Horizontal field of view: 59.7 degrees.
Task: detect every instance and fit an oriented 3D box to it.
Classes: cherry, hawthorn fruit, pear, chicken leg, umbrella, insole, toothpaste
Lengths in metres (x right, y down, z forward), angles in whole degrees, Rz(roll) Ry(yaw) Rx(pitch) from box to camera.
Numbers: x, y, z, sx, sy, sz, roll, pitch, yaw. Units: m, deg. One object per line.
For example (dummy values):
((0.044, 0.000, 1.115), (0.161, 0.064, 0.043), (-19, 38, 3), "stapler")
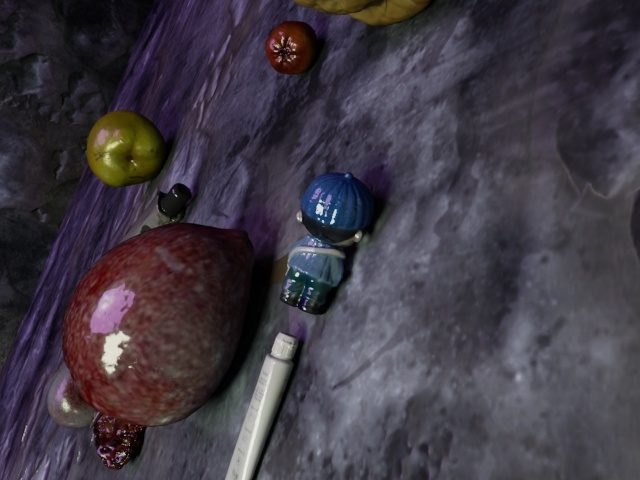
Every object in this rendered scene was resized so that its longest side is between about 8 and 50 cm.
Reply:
((-0.425, 0.256, 1.036), (0.148, 0.116, 0.188), (90, -167, -59), "cherry")
((-0.039, -0.305, 0.874), (0.081, 0.081, 0.093), (-37, 11, 38), "hawthorn fruit")
((-0.480, -0.228, 1.378), (0.200, 0.200, 0.199), (-36, 41, 39), "pear")
((-0.320, 0.278, 0.900), (0.093, 0.053, 0.205), (-38, 40, -1), "chicken leg")
((-0.200, 0.096, 0.703), (0.300, 0.203, 0.230), (-51, 28, -4), "cherry")
((-0.367, -0.005, 1.159), (0.337, 0.067, 0.073), (-42, 50, 33), "umbrella")
((-0.051, 0.036, 0.705), (0.135, 0.002, 0.044), (-22, 51, 50), "insole")
((-0.065, 0.190, 0.590), (0.048, 0.031, 0.190), (14, 83, 56), "toothpaste")

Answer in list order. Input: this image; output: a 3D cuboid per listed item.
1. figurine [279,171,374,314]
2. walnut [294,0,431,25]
((0.000, 0.000, 0.586), (0.086, 0.087, 0.149), (22, 88, 22), "figurine")
((0.051, -0.372, 0.649), (0.224, 0.257, 0.257), (-41, 21, -26), "walnut")
